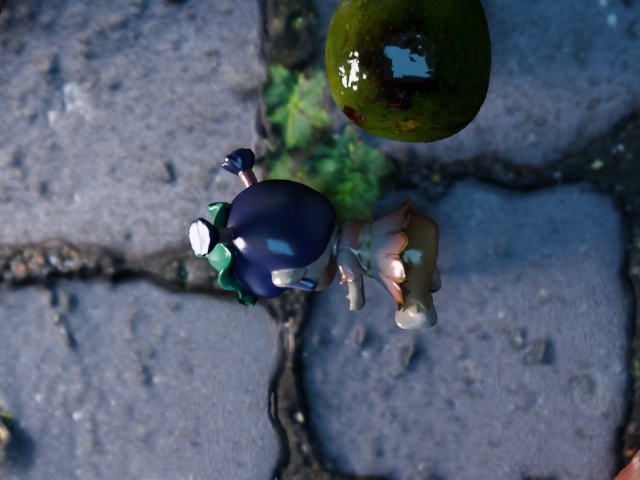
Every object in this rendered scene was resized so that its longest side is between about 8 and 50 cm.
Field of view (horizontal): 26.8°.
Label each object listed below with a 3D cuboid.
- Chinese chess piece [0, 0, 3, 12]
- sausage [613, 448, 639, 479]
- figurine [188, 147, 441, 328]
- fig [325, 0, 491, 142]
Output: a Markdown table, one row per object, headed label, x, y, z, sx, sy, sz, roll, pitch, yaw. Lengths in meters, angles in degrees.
| label | x | y | z | sx | sy | sz | roll | pitch | yaw |
| --- | --- | --- | --- | --- | --- | --- | --- | --- | --- |
| Chinese chess piece | -0.351 | -0.210 | 0.961 | 0.257 | 0.104 | 0.257 | 15 | 138 | 14 |
| sausage | 0.304 | 0.279 | 1.064 | 0.152 | 0.152 | 0.279 | -2 | 109 | 9 |
| figurine | 0.000 | 0.000 | 1.045 | 0.195 | 0.111 | 0.102 | 5 | 127 | 4 |
| fig | 0.065 | -0.157 | 0.980 | 0.123 | 0.123 | 0.156 | 1 | 71 | 8 |
